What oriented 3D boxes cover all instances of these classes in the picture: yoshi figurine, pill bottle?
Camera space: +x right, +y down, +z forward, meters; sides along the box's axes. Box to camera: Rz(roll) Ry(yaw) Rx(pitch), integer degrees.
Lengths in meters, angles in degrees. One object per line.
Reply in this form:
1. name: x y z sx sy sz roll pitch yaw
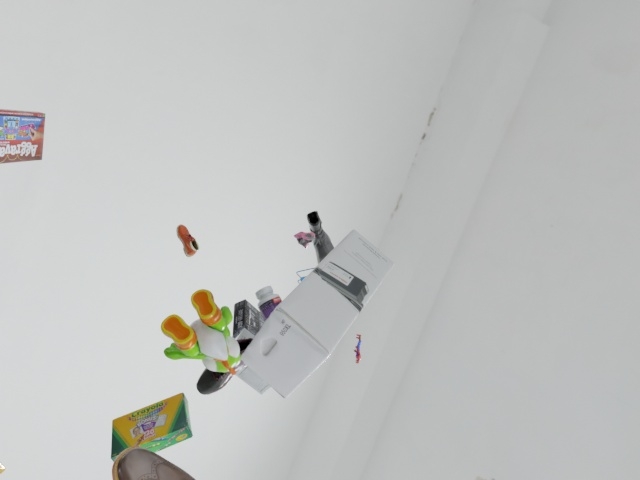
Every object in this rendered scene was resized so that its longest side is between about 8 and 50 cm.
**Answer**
1. yoshi figurine: -0.347 0.283 1.209 0.362 0.203 0.203 80 9 -54
2. pill bottle: -0.210 0.300 1.755 0.108 0.108 0.193 -44 -110 43

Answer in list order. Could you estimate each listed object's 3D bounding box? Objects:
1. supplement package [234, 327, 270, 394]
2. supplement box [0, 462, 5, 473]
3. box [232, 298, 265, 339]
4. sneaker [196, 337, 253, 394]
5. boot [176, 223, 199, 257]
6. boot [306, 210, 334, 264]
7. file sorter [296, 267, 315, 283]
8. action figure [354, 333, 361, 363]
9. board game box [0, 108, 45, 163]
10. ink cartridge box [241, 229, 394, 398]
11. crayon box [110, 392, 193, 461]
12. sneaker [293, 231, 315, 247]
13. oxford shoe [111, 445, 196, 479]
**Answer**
1. supplement package: -0.297 0.531 1.762 0.139 0.244 0.134 -47 -174 34
2. supplement box: -0.961 0.583 0.990 0.191 0.194 0.129 -53 160 -48
3. box: -0.333 0.486 2.079 0.076 0.307 0.242 -25 -138 14
4. sneaker: -0.349 0.441 1.459 0.106 0.281 0.162 46 -16 25
5. boot: -0.600 -0.009 1.823 0.084 0.059 0.158 -27 -94 44
6. boot: 0.000 0.000 2.035 0.338 0.118 0.223 -124 -167 -57
7. file sorter: -0.034 0.216 1.762 0.104 0.118 0.170 -146 -133 -67
8. action figure: 0.147 0.430 1.577 0.038 0.030 0.115 99 -4 -49
9. board game box: -0.862 -0.284 1.093 0.281 0.027 0.145 -88 -166 -75
10. ink cartridge box: 0.000 0.190 1.091 0.395 0.166 0.285 -42 169 -47
11. crayon box: -0.649 0.726 1.548 0.165 0.278 0.081 -128 -156 -52
12. sneaker: -0.051 0.001 1.446 0.119 0.047 0.057 11 -60 60
13. oxford shoe: -0.271 0.549 0.830 0.133 0.363 0.130 -52 178 31
